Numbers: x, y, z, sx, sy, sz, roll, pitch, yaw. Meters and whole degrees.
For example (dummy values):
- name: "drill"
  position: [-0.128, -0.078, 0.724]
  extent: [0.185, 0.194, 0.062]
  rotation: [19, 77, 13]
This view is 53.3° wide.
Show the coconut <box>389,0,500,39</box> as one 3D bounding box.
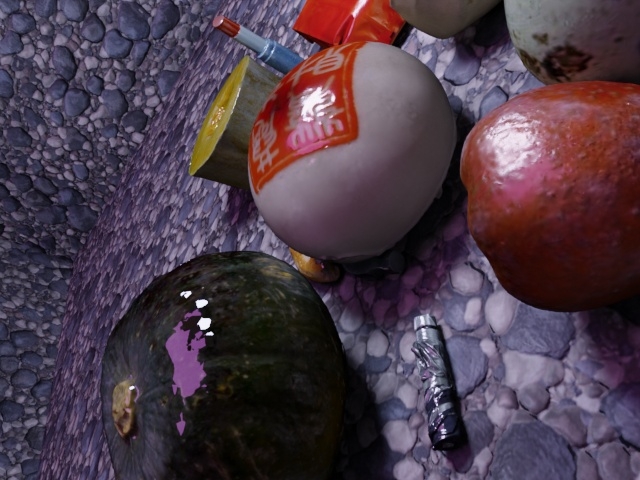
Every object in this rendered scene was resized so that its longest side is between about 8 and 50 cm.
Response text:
- name: "coconut"
  position: [0.197, -0.445, 1.045]
  extent: [0.224, 0.224, 0.224]
  rotation: [-39, 38, 39]

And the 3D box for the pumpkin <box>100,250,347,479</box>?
- name: "pumpkin"
  position: [-0.140, 0.237, 0.971]
  extent: [0.454, 0.343, 0.455]
  rotation: [-15, 72, 56]

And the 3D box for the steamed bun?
- name: "steamed bun"
  position: [0.021, -0.157, 1.028]
  extent: [0.374, 0.241, 0.375]
  rotation: [-37, 37, 35]

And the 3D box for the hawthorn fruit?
- name: "hawthorn fruit"
  position: [0.257, -0.056, 0.626]
  extent: [0.231, 0.234, 0.263]
  rotation: [61, 142, 24]

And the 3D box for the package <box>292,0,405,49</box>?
- name: "package"
  position: [0.062, -0.511, 1.439]
  extent: [0.196, 0.123, 0.423]
  rotation: [-57, 30, 12]

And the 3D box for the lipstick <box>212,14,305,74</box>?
- name: "lipstick"
  position: [-0.145, -0.486, 1.609]
  extent: [0.061, 0.274, 0.068]
  rotation: [-65, 28, 1]

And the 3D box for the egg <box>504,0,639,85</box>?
- name: "egg"
  position: [0.349, -0.316, 0.629]
  extent: [0.379, 0.287, 0.288]
  rotation: [-61, 28, 20]

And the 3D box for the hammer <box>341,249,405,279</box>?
- name: "hammer"
  position: [0.102, -0.043, 1.093]
  extent: [0.158, 0.041, 0.227]
  rotation: [-9, 62, 55]

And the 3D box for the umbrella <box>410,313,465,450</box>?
- name: "umbrella"
  position: [0.150, 0.178, 0.832]
  extent: [0.046, 0.050, 0.188]
  rotation: [-23, 46, 23]

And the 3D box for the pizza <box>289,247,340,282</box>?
- name: "pizza"
  position: [0.000, 0.000, 1.222]
  extent: [0.182, 0.062, 0.161]
  rotation: [1, 76, 65]

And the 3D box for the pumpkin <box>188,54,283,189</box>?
- name: "pumpkin"
  position: [-0.183, -0.274, 1.621]
  extent: [0.332, 0.199, 0.332]
  rotation: [-48, 24, 31]
